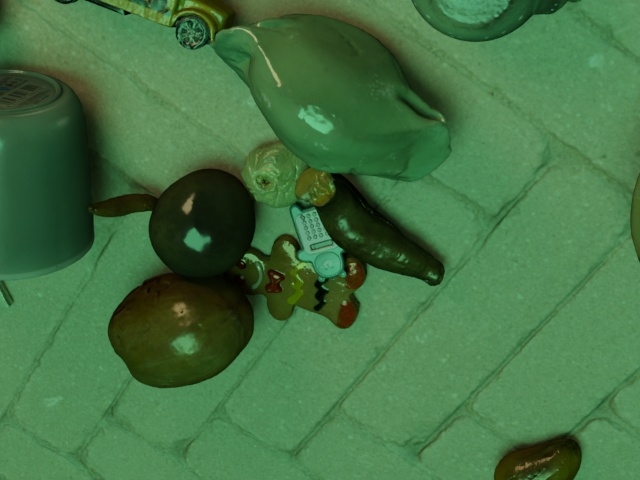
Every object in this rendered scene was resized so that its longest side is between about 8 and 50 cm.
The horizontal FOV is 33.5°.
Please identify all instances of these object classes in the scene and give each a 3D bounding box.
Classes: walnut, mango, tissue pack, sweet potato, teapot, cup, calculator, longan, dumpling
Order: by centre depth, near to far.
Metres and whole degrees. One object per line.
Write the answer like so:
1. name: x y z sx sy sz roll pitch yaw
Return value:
1. teapot: 0.211 -0.368 1.431 0.294 0.129 0.193 23 122 6
2. dumpling: 0.027 -0.206 1.545 0.212 0.270 0.320 -37 80 8
3. sweet potato: 0.074 -0.013 1.678 0.286 0.085 0.112 41 165 -14
4. longan: -0.190 -0.027 1.724 0.167 0.167 0.187 26 98 1
5. cup: -0.533 -0.137 1.734 0.357 0.259 0.274 30 127 36
6. calculator: 0.000 0.000 1.740 0.094 0.019 0.141 -16 99 14
7. sweet potato: -0.304 -0.058 1.764 0.179 0.044 0.044 -2 131 -35
8. walnut: -0.252 0.152 1.818 0.298 0.203 0.203 -15 113 30
9. mango: 0.380 0.406 1.837 0.159 0.084 0.105 -24 115 27
10. tissue pack: -0.623 0.081 1.988 0.056 0.023 0.108 -11 115 21

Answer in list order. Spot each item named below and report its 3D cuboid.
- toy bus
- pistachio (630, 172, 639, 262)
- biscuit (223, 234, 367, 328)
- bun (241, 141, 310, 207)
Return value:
1. toy bus: -0.286 -0.389 1.571 0.336 0.121 0.123 21 109 4
2. pistachio: 0.634 -0.026 1.425 0.446 0.281 0.365 17 114 -10
3. biscuit: -0.050 0.071 1.806 0.250 0.036 0.165 13 120 9
4. bun: -0.070 -0.102 1.694 0.115 0.069 0.115 7 121 11
